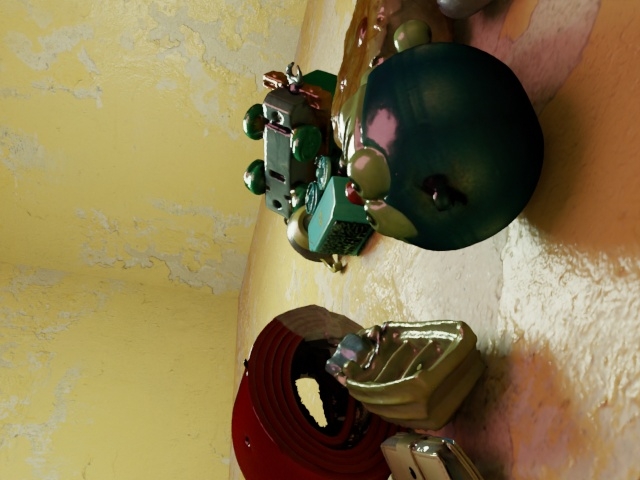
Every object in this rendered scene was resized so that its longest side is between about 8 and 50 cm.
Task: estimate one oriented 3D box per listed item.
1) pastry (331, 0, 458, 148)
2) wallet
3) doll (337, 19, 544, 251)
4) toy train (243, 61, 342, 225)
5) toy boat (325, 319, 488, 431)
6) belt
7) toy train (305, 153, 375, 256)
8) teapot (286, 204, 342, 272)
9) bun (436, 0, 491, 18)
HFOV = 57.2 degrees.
[{"bbox_3d":[0.108,-0.272,0.905,0.329,0.136,0.330,-170,90,-80],"label":"pastry"},{"bbox_3d":[0.118,0.247,0.591,0.110,0.039,0.155,65,160,8],"label":"wallet"},{"bbox_3d":[0.121,-0.111,0.605,0.198,0.186,0.322,59,-157,-27],"label":"doll"},{"bbox_3d":[-0.038,-0.222,1.368,0.249,0.178,0.429,-40,-34,-38],"label":"toy train"},{"bbox_3d":[0.094,0.150,0.673,0.111,0.084,0.276,-45,7,-21],"label":"toy boat"},{"bbox_3d":[-0.006,0.220,0.814,0.324,0.227,0.115,-101,26,-56],"label":"belt"},{"bbox_3d":[0.039,-0.064,1.126,0.203,0.112,0.163,114,157,-56],"label":"toy train"},{"bbox_3d":[0.000,0.000,1.277,0.166,0.130,0.119,61,169,20],"label":"teapot"},{"bbox_3d":[0.191,-0.340,0.713,0.141,0.083,0.141,-169,90,-88],"label":"bun"}]
